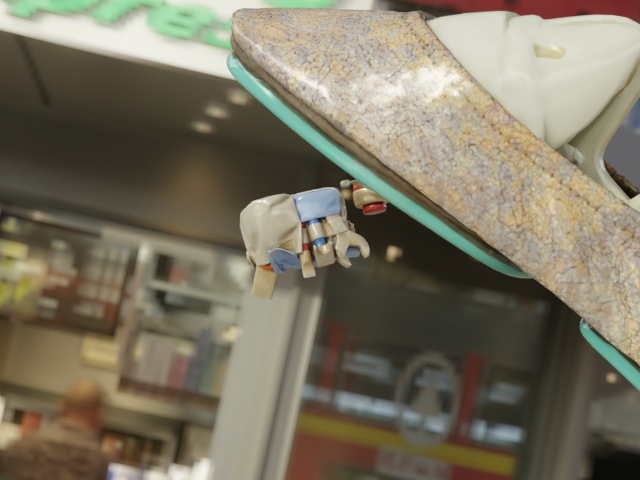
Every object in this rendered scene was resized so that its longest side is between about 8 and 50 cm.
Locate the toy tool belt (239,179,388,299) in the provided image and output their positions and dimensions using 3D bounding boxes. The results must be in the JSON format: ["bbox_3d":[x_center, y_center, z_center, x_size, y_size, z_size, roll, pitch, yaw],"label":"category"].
[{"bbox_3d":[0.000,0.000,1.006,0.083,0.051,0.052,-12,-9,-1],"label":"toy tool belt"}]

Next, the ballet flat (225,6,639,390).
[{"bbox_3d":[0.110,-0.014,0.681,0.316,0.106,0.107,39,14,10],"label":"ballet flat"}]
